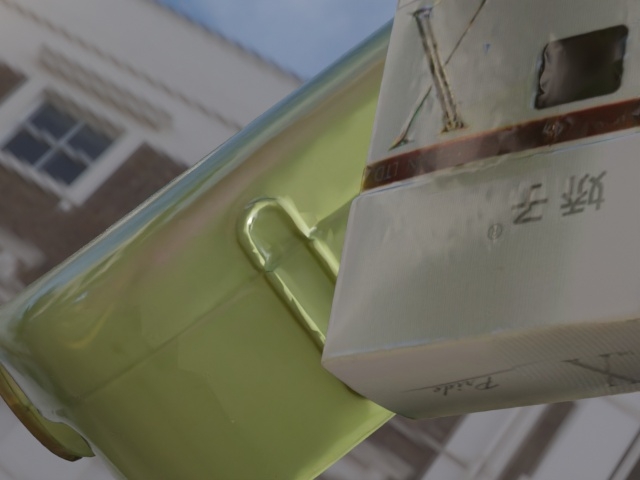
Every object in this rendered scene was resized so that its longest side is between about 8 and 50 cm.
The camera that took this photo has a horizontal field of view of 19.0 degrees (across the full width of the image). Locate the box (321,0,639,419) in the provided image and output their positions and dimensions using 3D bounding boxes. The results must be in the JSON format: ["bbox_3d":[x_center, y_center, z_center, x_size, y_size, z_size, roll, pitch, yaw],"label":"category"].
[{"bbox_3d":[0.055,-0.039,0.428,0.084,0.154,0.040,-10,-33,38],"label":"box"}]

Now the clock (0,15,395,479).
[{"bbox_3d":[0.000,0.000,0.788,0.117,0.286,0.348,53,-17,-4],"label":"clock"}]
